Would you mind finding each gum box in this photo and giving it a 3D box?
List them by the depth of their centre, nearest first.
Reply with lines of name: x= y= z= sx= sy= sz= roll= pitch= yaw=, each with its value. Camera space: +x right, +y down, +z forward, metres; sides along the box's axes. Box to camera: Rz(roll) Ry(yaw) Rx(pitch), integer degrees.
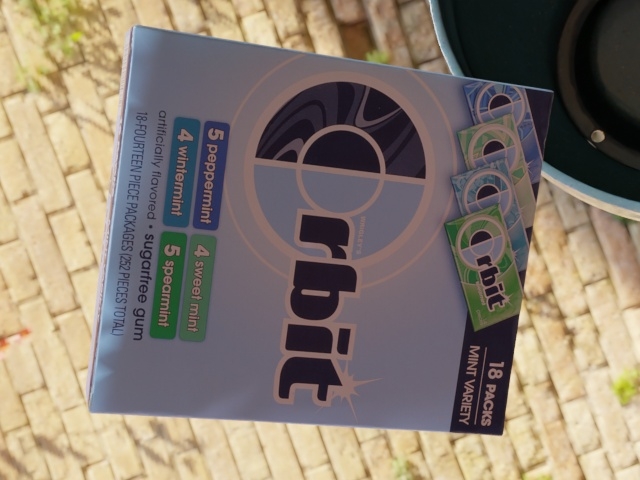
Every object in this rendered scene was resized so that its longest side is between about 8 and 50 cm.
gum box: x=0.000 y=0.000 z=0.459 sx=0.041 sy=0.184 sz=0.157 roll=-156 pitch=73 yaw=-74

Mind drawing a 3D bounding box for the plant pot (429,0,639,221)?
plant pot: x=0.223 y=-0.138 z=0.629 sx=0.196 sy=0.293 sz=0.293 roll=33 pitch=-145 yaw=-73
